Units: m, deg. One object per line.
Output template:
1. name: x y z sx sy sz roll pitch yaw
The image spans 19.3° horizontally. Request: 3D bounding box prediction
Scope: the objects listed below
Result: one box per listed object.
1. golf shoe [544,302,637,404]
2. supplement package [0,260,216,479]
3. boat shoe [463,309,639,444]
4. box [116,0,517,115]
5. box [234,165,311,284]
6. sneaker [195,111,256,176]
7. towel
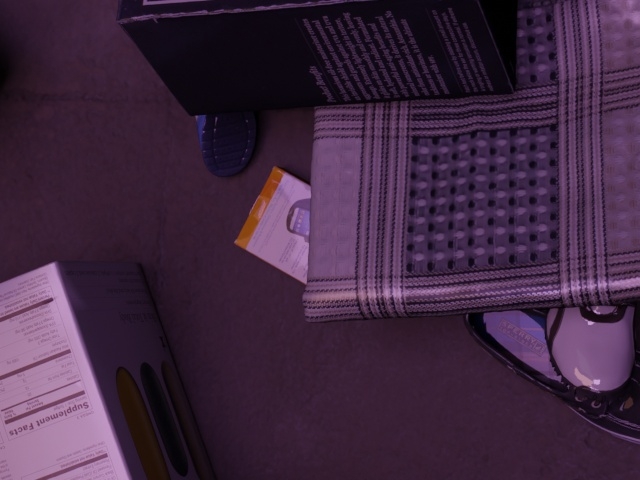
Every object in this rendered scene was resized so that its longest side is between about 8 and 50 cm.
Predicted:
1. golf shoe: 0.228 0.034 1.545 0.077 0.094 0.198 4 60 -2
2. supplement package: -0.236 0.173 1.667 0.198 0.199 0.263 -22 83 15
3. boat shoe: 0.221 0.107 1.596 0.228 0.076 0.080 33 98 15
4. box: 0.010 -0.278 1.571 0.294 0.183 0.296 -2 66 16
5. box: 0.000 0.000 1.690 0.136 0.028 0.081 30 97 13
6. sneaker: -0.093 -0.130 1.710 0.053 0.059 0.144 -10 103 -14
7. towel: 0.141 -0.091 1.565 0.312 0.056 0.324 -4 62 20
